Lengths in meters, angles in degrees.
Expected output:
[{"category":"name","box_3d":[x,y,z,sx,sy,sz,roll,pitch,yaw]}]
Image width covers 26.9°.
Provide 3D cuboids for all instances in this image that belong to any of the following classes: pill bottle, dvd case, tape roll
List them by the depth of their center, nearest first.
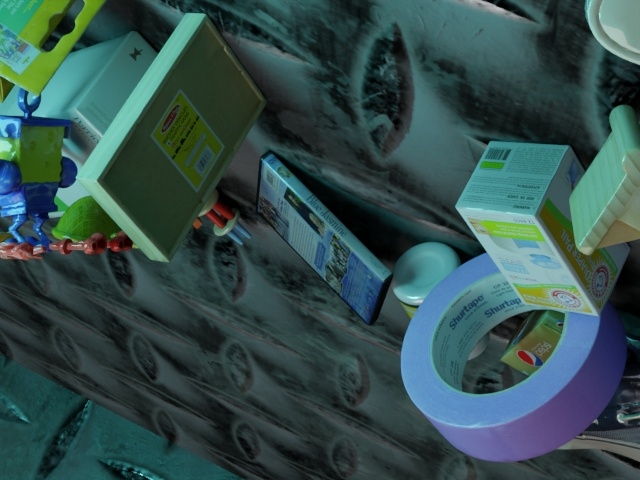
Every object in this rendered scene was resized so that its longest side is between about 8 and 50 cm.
[{"category":"tape roll","box_3d":[0.242,0.139,1.690,0.274,0.275,0.090,7,149,42]},{"category":"pill bottle","box_3d":[0.176,0.092,1.887,0.103,0.103,0.184,12,151,35]},{"category":"dvd case","box_3d":[0.000,0.000,1.906,0.253,0.022,0.180,45,161,14]}]

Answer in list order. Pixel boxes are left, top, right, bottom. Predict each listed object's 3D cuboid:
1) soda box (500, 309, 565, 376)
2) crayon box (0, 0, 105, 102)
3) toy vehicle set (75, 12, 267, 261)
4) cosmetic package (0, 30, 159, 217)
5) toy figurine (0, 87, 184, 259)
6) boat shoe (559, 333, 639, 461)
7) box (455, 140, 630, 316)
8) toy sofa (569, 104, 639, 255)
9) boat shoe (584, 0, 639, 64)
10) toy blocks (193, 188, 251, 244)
[{"category":"soda box","box_3d":[0.313,0.132,1.862,0.058,0.061,0.181,30,157,2]},{"category":"crayon box","box_3d":[-0.434,-0.312,1.645,0.323,0.203,0.083,29,157,1]},{"category":"toy vehicle set","box_3d":[-0.176,-0.127,1.645,0.035,0.267,0.166,9,148,37]},{"category":"cosmetic package","box_3d":[-0.329,-0.156,1.905,0.197,0.155,0.365,46,153,-25]},{"category":"toy figurine","box_3d":[-0.333,-0.092,1.704,0.191,0.217,0.362,0,-176,28]},{"category":"boat shoe","box_3d":[0.362,0.194,1.800,0.340,0.127,0.158,1,120,52]},{"category":"box","box_3d":[0.266,-0.013,1.572,0.114,0.103,0.203,8,149,41]},{"category":"toy sofa","box_3d":[0.436,-0.008,1.292,0.362,0.150,0.177,27,113,-3]},{"category":"boat shoe","box_3d":[0.383,-0.163,1.184,0.319,0.116,0.099,24,-160,-3]},{"category":"toy blocks","box_3d":[-0.186,-0.045,2.091,0.123,0.054,0.148,-2,142,50]}]
